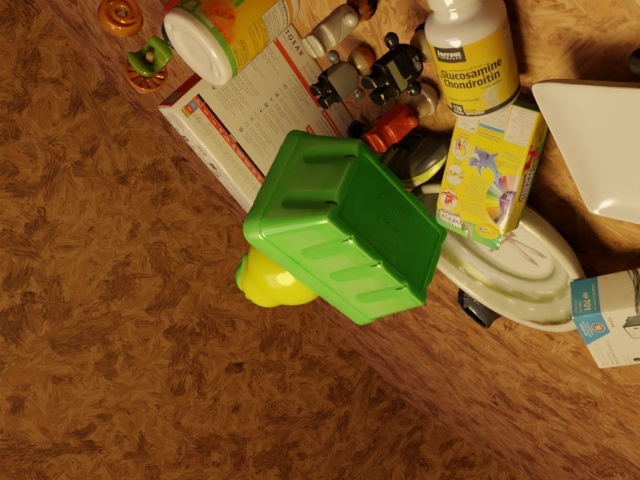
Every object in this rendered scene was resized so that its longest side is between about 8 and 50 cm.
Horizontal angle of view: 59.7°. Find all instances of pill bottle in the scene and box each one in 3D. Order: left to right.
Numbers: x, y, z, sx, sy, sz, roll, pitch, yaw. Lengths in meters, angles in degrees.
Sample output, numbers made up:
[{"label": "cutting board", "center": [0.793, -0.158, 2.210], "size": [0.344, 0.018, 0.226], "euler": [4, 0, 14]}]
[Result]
[{"label": "pill bottle", "center": [-0.121, -0.381, 0.907], "size": [0.136, 0.246, 0.136], "euler": [38, 164, 13]}, {"label": "pill bottle", "center": [0.196, -0.258, 0.731], "size": [0.103, 0.103, 0.184], "euler": [27, 159, 44]}]

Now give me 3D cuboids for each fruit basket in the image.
[{"label": "fruit basket", "center": [0.000, 0.000, 1.085], "size": [0.391, 0.283, 0.392], "euler": [19, 156, 9]}]

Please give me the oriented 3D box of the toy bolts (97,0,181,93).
[{"label": "toy bolts", "center": [-0.417, -0.494, 1.371], "size": [0.218, 0.228, 0.158], "euler": [50, 154, -7]}]

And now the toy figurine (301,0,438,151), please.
[{"label": "toy figurine", "center": [0.088, -0.276, 0.894], "size": [0.209, 0.148, 0.213], "euler": [42, 168, 22]}]

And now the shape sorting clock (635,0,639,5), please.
[{"label": "shape sorting clock", "center": [0.334, -0.267, 0.445], "size": [0.206, 0.040, 0.206], "euler": [47, 154, 31]}]

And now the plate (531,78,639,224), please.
[{"label": "plate", "center": [0.423, -0.098, 0.665], "size": [0.278, 0.045, 0.277], "euler": [43, 168, -37]}]

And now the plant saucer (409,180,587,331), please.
[{"label": "plant saucer", "center": [0.349, 0.010, 1.080], "size": [0.400, 0.100, 0.400], "euler": [39, 164, 14]}]

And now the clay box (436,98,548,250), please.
[{"label": "clay box", "center": [0.260, -0.108, 0.861], "size": [0.127, 0.053, 0.222], "euler": [31, 127, 37]}]

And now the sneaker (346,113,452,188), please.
[{"label": "sneaker", "center": [0.141, -0.179, 1.078], "size": [0.121, 0.111, 0.300], "euler": [54, 159, -24]}]

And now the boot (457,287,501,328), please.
[{"label": "boot", "center": [0.350, 0.107, 1.321], "size": [0.219, 0.106, 0.082], "euler": [39, 164, 10]}]

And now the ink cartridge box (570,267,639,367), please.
[{"label": "ink cartridge box", "center": [0.503, 0.114, 0.854], "size": [0.190, 0.082, 0.140], "euler": [-17, 125, 36]}]

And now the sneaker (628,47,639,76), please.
[{"label": "sneaker", "center": [0.379, -0.207, 0.531], "size": [0.170, 0.051, 0.089], "euler": [16, 149, 49]}]

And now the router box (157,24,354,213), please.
[{"label": "router box", "center": [-0.104, -0.238, 1.147], "size": [0.082, 0.301, 0.335], "euler": [19, 152, 55]}]
